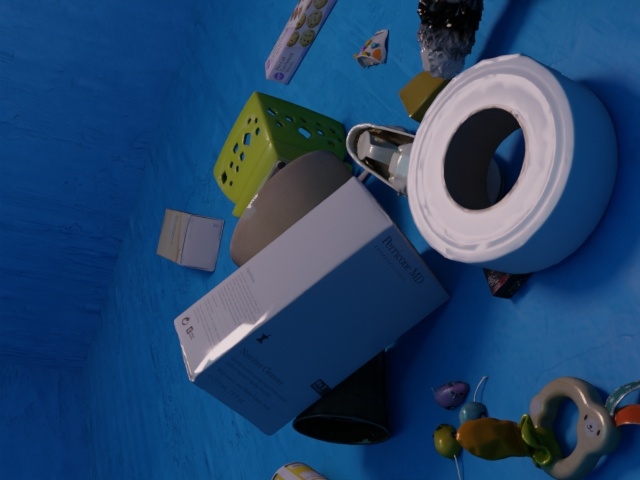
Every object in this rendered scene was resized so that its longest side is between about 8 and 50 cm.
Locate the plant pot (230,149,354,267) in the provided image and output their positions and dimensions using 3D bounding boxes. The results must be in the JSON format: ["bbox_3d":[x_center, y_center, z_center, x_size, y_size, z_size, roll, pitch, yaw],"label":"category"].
[{"bbox_3d":[0.000,0.000,1.568,0.191,0.284,0.284,41,124,22],"label":"plant pot"}]

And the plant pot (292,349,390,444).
[{"bbox_3d":[0.044,0.250,1.450,0.167,0.167,0.165,-39,37,55],"label":"plant pot"}]

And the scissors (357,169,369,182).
[{"bbox_3d":[0.028,-0.071,1.781,0.109,0.021,0.297,-104,33,-47],"label":"scissors"}]

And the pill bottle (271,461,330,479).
[{"bbox_3d":[-0.018,0.478,1.533,0.184,0.103,0.103,5,84,66],"label":"pill bottle"}]

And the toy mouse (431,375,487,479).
[{"bbox_3d":[0.202,0.252,1.241,0.143,0.031,0.161,-64,28,29],"label":"toy mouse"}]

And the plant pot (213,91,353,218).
[{"bbox_3d":[-0.073,-0.144,1.776,0.227,0.228,0.207,-59,31,29],"label":"plant pot"}]

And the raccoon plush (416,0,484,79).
[{"bbox_3d":[0.312,-0.417,1.200,0.299,0.216,0.446,45,143,49],"label":"raccoon plush"}]

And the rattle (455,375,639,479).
[{"bbox_3d":[0.277,0.205,0.979,0.130,0.142,0.199,-68,13,-23],"label":"rattle"}]

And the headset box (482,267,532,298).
[{"bbox_3d":[0.265,0.038,1.200,0.062,0.032,0.083,-58,32,38],"label":"headset box"}]

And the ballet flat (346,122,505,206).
[{"bbox_3d":[0.149,-0.124,1.407,0.400,0.139,0.139,40,115,63],"label":"ballet flat"}]

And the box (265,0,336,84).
[{"bbox_3d":[-0.047,-0.529,2.101,0.324,0.067,0.063,-52,35,44],"label":"box"}]

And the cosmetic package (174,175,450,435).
[{"bbox_3d":[-0.013,0.109,1.345,0.385,0.217,0.156,-39,40,8],"label":"cosmetic package"}]

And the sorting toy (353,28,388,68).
[{"bbox_3d":[0.111,-0.403,1.740,0.075,0.045,0.083,-61,23,-8],"label":"sorting toy"}]

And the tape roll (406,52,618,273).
[{"bbox_3d":[0.250,-0.101,1.135,0.286,0.100,0.286,-19,66,48],"label":"tape roll"}]

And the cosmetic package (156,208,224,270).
[{"bbox_3d":[-0.407,-0.006,2.596,0.309,0.113,0.160,10,88,67],"label":"cosmetic package"}]

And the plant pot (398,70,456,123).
[{"bbox_3d":[0.197,-0.245,1.427,0.083,0.081,0.081,-49,35,28],"label":"plant pot"}]
